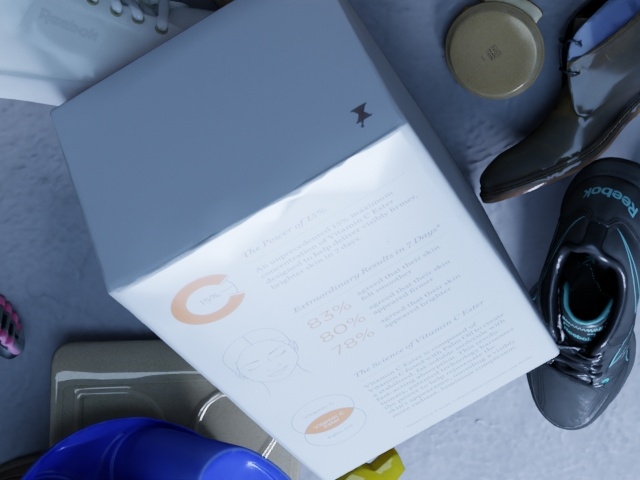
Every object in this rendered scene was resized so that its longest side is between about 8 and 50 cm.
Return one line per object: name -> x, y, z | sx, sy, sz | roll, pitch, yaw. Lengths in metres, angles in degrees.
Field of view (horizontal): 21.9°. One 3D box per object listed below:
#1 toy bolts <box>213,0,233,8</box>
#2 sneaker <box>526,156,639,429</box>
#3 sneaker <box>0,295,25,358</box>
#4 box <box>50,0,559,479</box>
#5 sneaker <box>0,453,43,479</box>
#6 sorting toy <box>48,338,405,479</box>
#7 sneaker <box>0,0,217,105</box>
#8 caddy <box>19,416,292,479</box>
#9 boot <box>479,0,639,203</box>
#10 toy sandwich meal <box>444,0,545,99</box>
toy bolts -> -0.016, -0.226, 1.145 | 0.228, 0.218, 0.158 | -19, 132, 22
sneaker -> 0.202, 0.061, 1.320 | 0.101, 0.106, 0.267 | 15, 131, 15
sneaker -> -0.291, 0.059, 1.320 | 0.119, 0.047, 0.057 | 41, 111, -15
box -> 0.000, 0.000, 1.181 | 0.215, 0.168, 0.345 | -30, 144, 7
sneaker -> -0.286, 0.248, 1.392 | 0.188, 0.071, 0.066 | -28, 115, 7
sorting toy -> -0.075, 0.190, 1.399 | 0.307, 0.041, 0.229 | -1, 105, -14
sneaker -> -0.179, -0.163, 1.157 | 0.290, 0.106, 0.123 | 1, 118, -8
caddy -> -0.116, 0.306, 1.295 | 0.241, 0.179, 0.341 | -24, 99, -29
boot -> 0.197, -0.122, 1.285 | 0.219, 0.082, 0.106 | -33, 102, 2
toy sandwich meal -> 0.135, -0.151, 1.275 | 0.085, 0.029, 0.086 | 5, 112, 13
